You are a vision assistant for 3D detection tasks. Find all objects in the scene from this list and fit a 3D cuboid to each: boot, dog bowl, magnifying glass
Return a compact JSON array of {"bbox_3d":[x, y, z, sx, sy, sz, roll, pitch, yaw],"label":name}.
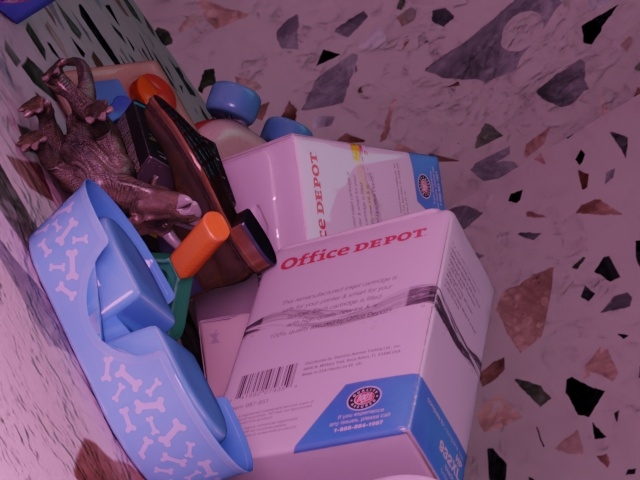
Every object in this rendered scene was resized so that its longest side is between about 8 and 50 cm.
[{"bbox_3d":[-0.149,-0.040,1.696,0.219,0.106,0.082,57,12,-5],"label":"boot"},{"bbox_3d":[-0.159,0.087,1.376,0.297,0.074,0.166,61,4,24],"label":"dog bowl"},{"bbox_3d":[-0.138,0.033,1.492,0.092,0.026,0.231,63,-34,12],"label":"magnifying glass"}]

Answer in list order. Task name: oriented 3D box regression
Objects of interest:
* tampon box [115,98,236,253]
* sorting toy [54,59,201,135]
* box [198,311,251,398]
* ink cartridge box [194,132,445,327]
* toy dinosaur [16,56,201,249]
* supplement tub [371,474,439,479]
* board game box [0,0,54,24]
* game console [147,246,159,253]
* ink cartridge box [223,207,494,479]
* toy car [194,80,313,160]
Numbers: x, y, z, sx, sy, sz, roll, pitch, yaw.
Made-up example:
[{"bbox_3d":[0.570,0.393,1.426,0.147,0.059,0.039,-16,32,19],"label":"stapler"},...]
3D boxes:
[{"bbox_3d":[-0.183,-0.065,1.824,0.120,0.101,0.161,29,18,-26],"label":"tampon box"},{"bbox_3d":[-0.194,-0.093,1.993,0.229,0.041,0.307,-14,71,-56],"label":"sorting toy"},{"bbox_3d":[-0.057,0.146,1.890,0.275,0.113,0.094,39,43,-76],"label":"box"},{"bbox_3d":[0.000,0.000,1.951,0.270,0.197,0.198,5,74,-48],"label":"ink cartridge box"},{"bbox_3d":[-0.238,-0.086,1.649,0.313,0.121,0.160,43,-17,51],"label":"toy dinosaur"},{"bbox_3d":[0.113,0.382,1.396,0.325,0.235,0.235,56,4,-33],"label":"supplement tub"},{"bbox_3d":[-0.260,-0.398,1.846,0.078,0.347,0.233,59,3,9],"label":"board game box"},{"bbox_3d":[-0.198,0.048,1.682,0.107,0.071,0.122,28,7,-7],"label":"game console"},{"bbox_3d":[0.037,0.133,1.613,0.129,0.223,0.307,58,31,-33],"label":"ink cartridge box"},{"bbox_3d":[-0.169,-0.086,2.244,0.238,0.219,0.210,4,-21,46],"label":"toy car"}]
